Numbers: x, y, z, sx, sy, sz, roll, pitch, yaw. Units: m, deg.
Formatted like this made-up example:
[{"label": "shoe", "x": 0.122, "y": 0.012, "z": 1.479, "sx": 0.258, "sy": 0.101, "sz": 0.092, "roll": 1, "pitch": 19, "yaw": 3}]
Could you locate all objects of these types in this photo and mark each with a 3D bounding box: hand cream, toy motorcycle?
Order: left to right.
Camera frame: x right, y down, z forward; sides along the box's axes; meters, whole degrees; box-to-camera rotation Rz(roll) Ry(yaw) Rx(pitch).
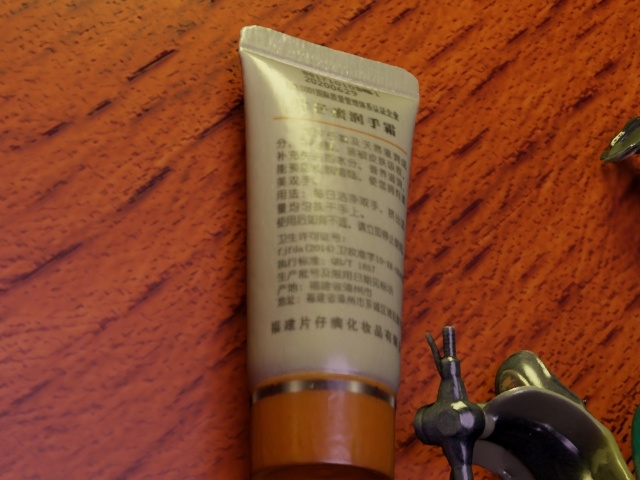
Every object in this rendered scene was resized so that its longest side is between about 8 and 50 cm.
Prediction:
[{"label": "hand cream", "x": 0.000, "y": 0.000, "z": 0.684, "sx": 0.140, "sy": 0.089, "sz": 0.314, "roll": 15, "pitch": 63, "yaw": -20}, {"label": "toy motorcycle", "x": 0.141, "y": 0.168, "z": 0.648, "sx": 0.157, "sy": 0.091, "sz": 0.263, "roll": 22, "pitch": 36, "yaw": -35}]

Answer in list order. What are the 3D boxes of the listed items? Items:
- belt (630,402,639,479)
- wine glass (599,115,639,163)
[{"label": "belt", "x": 0.369, "y": 0.229, "z": 0.650, "sx": 0.436, "sy": 0.173, "sz": 0.300, "roll": 39, "pitch": 32, "yaw": -20}, {"label": "wine glass", "x": 0.297, "y": -0.033, "z": 0.837, "sx": 0.155, "sy": 0.072, "sz": 0.072, "roll": 44, "pitch": 61, "yaw": -4}]
